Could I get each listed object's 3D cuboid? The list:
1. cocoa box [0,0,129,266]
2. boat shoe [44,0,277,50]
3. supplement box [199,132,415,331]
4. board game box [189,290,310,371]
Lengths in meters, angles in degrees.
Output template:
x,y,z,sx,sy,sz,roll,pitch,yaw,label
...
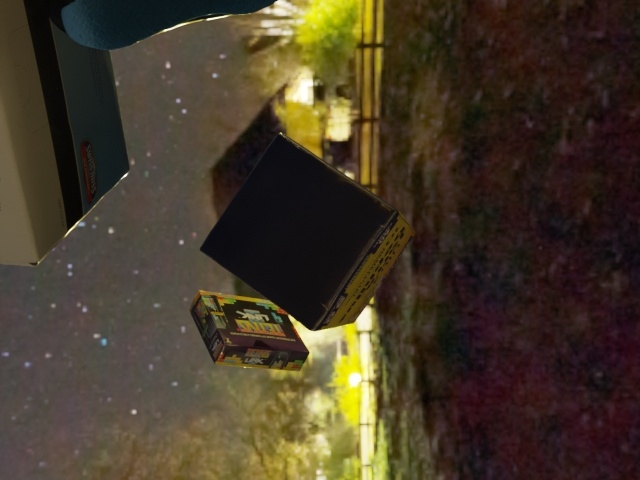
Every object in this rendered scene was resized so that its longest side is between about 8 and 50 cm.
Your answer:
x,y,z,sx,sy,sz,roll,pitch,yaw,label
-0.358,-0.184,0.841,0.228,0.231,0.347,-66,-23,-59,cocoa box
-0.125,-0.248,0.752,0.089,0.258,0.109,29,130,39,boat shoe
0.000,0.000,1.256,0.194,0.195,0.356,-56,-10,3,supplement box
-0.121,0.153,1.432,0.048,0.170,0.141,-62,40,22,board game box
